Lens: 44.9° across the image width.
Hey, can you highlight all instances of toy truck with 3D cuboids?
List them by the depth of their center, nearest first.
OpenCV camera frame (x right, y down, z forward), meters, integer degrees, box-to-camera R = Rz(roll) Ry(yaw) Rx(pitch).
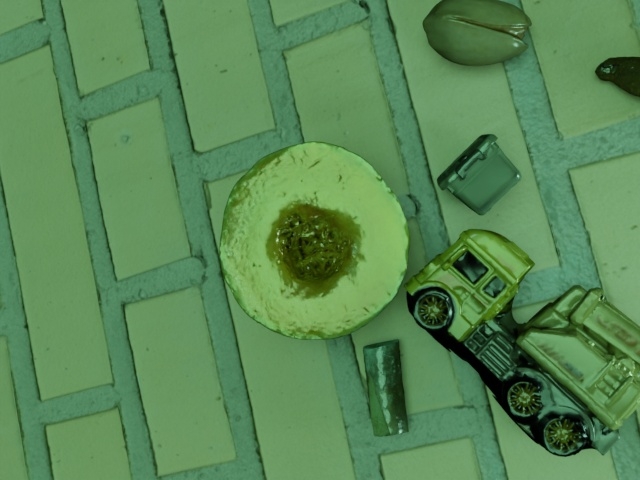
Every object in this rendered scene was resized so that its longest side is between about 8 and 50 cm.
[{"bbox_3d":[0.344,0.150,1.261,0.405,0.181,0.254,43,100,14],"label":"toy truck"}]

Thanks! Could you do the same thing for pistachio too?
[{"bbox_3d":[0.271,-0.365,1.347,0.185,0.124,0.124,5,88,14],"label":"pistachio"}]

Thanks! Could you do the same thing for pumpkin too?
[{"bbox_3d":[0.000,0.000,1.378,0.333,0.199,0.332,0,92,11],"label":"pumpkin"}]

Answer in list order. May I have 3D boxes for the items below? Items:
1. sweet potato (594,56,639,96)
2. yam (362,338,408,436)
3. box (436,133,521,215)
[{"bbox_3d":[0.589,-0.233,1.263,0.286,0.085,0.112,33,100,16],"label":"sweet potato"},{"bbox_3d":[0.115,0.263,1.380,0.068,0.068,0.169,-7,83,16],"label":"yam"},{"bbox_3d":[0.271,-0.108,1.313,0.093,0.172,0.124,45,101,-1],"label":"box"}]
